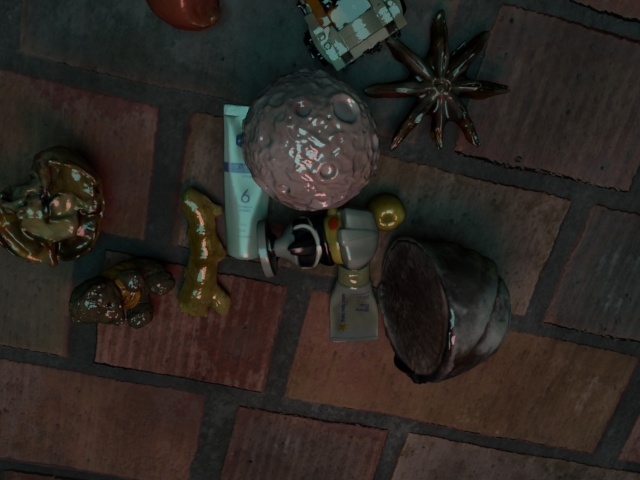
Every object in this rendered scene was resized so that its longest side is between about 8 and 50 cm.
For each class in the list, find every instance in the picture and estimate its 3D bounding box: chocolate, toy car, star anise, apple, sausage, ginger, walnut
[{"bbox_3d":[0.273,0.131,1.170,0.212,0.303,0.303,-5,112,-18],"label":"chocolate"},{"bbox_3d":[0.013,-0.461,1.003,0.193,0.118,0.301,-30,106,12],"label":"toy car"},{"bbox_3d":[0.224,-0.288,1.085,0.288,0.088,0.288,0,95,2],"label":"star anise"},{"bbox_3d":[0.136,-0.058,1.180,0.083,0.071,0.084,0,110,-1],"label":"apple"},{"bbox_3d":[-0.258,-0.490,0.972,0.148,0.148,0.255,-9,111,2],"label":"sausage"},{"bbox_3d":[-0.258,0.031,1.208,0.117,0.065,0.299,-6,113,-13],"label":"ginger"},{"bbox_3d":[-0.526,-0.068,1.127,0.238,0.141,0.204,-35,119,9],"label":"walnut"}]

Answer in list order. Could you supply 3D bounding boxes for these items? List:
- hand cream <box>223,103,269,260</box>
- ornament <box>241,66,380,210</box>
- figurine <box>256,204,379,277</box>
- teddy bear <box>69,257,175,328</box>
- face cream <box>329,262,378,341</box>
[{"bbox_3d":[-0.151,-0.115,1.172,0.109,0.067,0.321,4,103,-2],"label":"hand cream"},{"bbox_3d":[-0.023,-0.173,1.034,0.225,0.259,0.259,-46,107,-11],"label":"ornament"},{"bbox_3d":[0.000,0.000,1.142,0.236,0.176,0.133,-9,98,5],"label":"figurine"},{"bbox_3d":[-0.424,0.111,1.174,0.140,0.190,0.177,49,125,13],"label":"teddy bear"},{"bbox_3d":[0.076,0.142,1.266,0.114,0.070,0.224,-2,120,-1],"label":"face cream"}]
